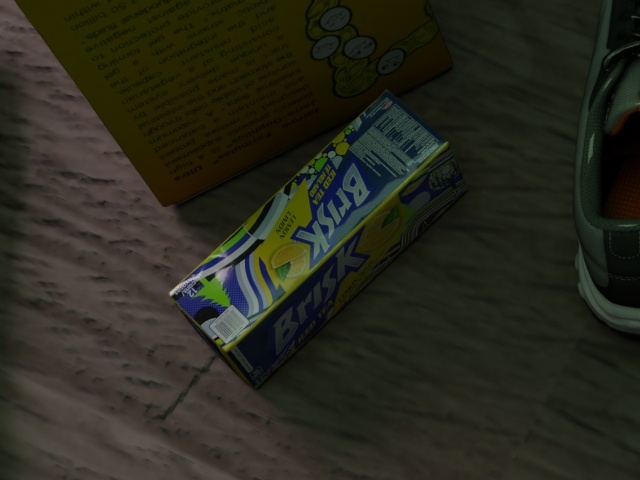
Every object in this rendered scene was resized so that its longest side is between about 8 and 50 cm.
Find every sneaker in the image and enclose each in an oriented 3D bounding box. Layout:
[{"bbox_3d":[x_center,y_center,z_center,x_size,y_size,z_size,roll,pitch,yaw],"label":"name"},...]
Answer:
[{"bbox_3d":[0.190,-0.088,1.052,0.100,0.108,0.271,2,64,19],"label":"sneaker"}]

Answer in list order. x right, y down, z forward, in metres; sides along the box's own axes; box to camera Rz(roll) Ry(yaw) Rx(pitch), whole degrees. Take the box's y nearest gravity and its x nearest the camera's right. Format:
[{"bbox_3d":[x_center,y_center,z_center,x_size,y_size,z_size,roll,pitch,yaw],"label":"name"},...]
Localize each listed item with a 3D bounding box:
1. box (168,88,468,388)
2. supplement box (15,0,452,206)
[{"bbox_3d":[0.000,0.000,1.089,0.169,0.059,0.054,-43,61,-7],"label":"box"},{"bbox_3d":[-0.083,-0.207,1.042,0.195,0.356,0.194,-26,61,2],"label":"supplement box"}]
